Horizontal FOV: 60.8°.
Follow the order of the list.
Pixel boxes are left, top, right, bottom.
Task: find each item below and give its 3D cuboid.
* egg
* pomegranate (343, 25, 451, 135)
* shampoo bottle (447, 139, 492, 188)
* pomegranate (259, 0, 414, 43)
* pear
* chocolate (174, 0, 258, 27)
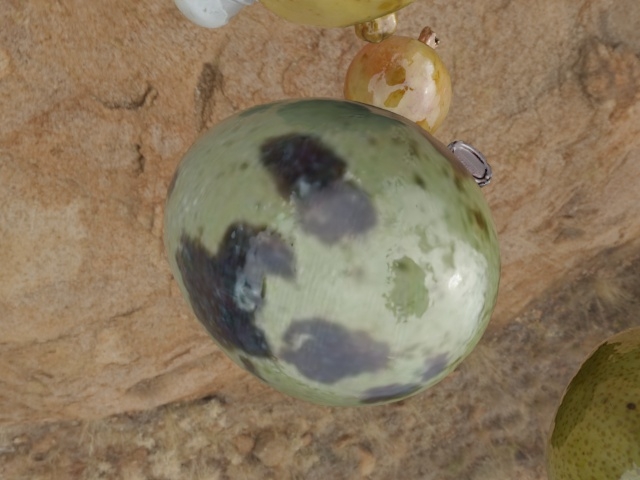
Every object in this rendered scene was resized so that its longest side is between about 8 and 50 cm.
[{"bbox_3d":[0.000,0.000,0.655,0.345,0.428,0.345,-37,146,-30],"label":"egg"},{"bbox_3d":[0.187,-0.357,1.252,0.252,0.229,0.270,30,93,-49],"label":"pomegranate"},{"bbox_3d":[0.297,-0.129,1.356,0.084,0.129,0.323,-46,177,-20],"label":"shampoo bottle"},{"bbox_3d":[0.043,-0.462,0.754,0.410,0.410,0.410,-12,125,-18],"label":"pomegranate"},{"bbox_3d":[0.214,0.133,0.310,0.167,0.136,0.167,3,101,16],"label":"pear"},{"bbox_3d":[-0.221,-0.505,1.072,0.147,0.221,0.221,-32,133,28],"label":"chocolate"}]
